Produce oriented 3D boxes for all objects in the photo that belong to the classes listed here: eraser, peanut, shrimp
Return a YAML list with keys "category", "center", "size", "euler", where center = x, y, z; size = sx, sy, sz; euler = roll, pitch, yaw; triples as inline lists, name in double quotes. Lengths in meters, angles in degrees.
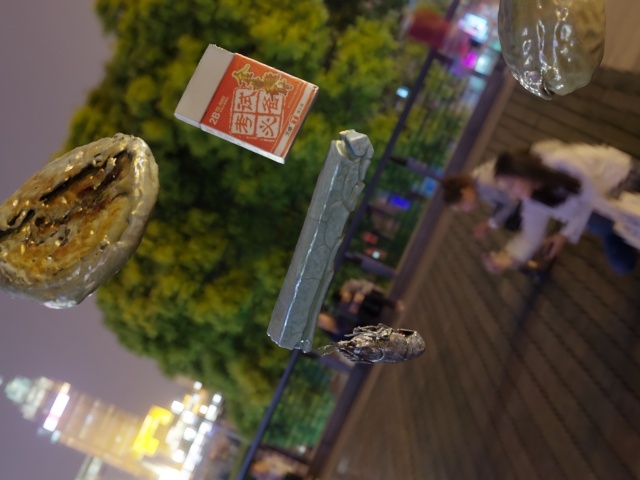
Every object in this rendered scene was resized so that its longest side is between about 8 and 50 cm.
- category: "eraser"
  center: [-0.138, -0.258, 2.290]
  size: [0.038, 0.230, 0.157]
  euler: [83, -148, -76]
- category: "peanut"
  center: [0.276, -0.337, 1.537]
  size: [0.149, 0.149, 0.313]
  euler: [-75, -33, -83]
- category: "shrimp"
  center: [0.072, 0.144, 1.691]
  size: [0.065, 0.165, 0.057]
  euler: [-127, 49, -61]

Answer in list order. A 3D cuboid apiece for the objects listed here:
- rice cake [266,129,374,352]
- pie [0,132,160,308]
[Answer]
- category: "rice cake"
  center: [0.000, 0.000, 1.775]
  size: [0.066, 0.063, 0.336]
  euler: [40, 116, 62]
- category: "pie"
  center: [-0.403, -0.041, 1.991]
  size: [0.077, 0.339, 0.339]
  euler: [53, -130, -43]
